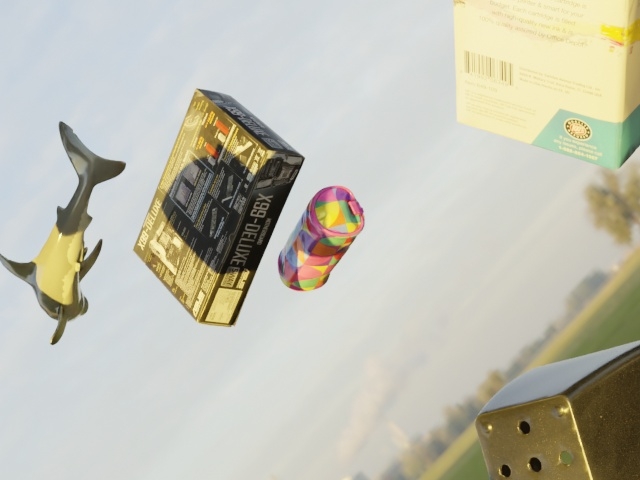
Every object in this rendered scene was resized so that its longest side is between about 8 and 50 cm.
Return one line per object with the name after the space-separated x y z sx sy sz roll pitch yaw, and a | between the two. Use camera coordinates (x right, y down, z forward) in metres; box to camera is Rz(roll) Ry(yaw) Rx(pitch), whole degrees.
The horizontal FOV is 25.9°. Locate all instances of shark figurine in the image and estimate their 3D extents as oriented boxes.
-0.335 0.009 1.711 0.166 0.116 0.278 -66 -6 -56 | shark figurine

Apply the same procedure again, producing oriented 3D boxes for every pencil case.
0.000 0.000 2.288 0.104 0.104 0.236 -41 -8 -28 | pencil case

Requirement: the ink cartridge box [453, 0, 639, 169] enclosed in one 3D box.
0.268 -0.255 1.439 0.197 0.198 0.270 -43 -39 -37 | ink cartridge box

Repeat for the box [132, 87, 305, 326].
-0.169 -0.054 2.209 0.077 0.242 0.307 8 -68 -39 | box

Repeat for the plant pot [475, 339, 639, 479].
0.275 0.224 1.489 0.187 0.188 0.167 -21 -8 43 | plant pot
